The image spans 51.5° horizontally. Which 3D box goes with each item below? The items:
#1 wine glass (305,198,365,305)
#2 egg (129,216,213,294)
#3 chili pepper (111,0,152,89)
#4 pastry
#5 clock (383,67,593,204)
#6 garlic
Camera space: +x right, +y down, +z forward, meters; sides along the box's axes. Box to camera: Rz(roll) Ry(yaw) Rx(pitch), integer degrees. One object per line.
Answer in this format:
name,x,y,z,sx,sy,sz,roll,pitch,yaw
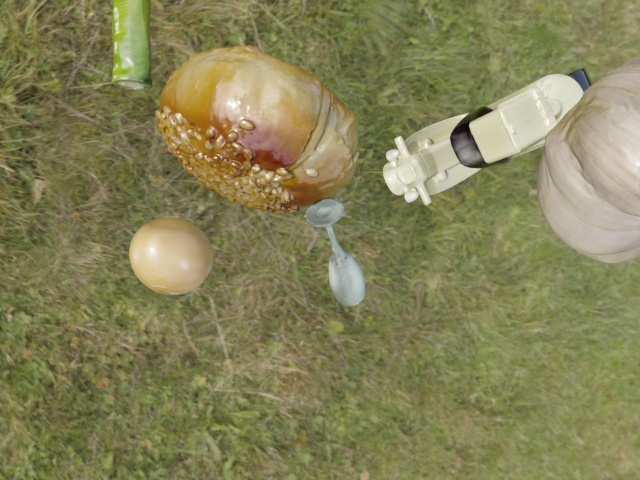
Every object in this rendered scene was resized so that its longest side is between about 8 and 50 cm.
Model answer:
wine glass,0.000,0.000,1.758,0.096,0.264,0.309,-35,134,-16
egg,-0.386,0.037,1.700,0.201,0.201,0.244,-64,159,-11
chili pepper,-0.179,-0.240,0.660,0.050,0.052,0.202,9,67,-15
pastry,-0.126,-0.199,1.306,0.409,0.409,0.245,33,73,-35
clock,0.257,-0.165,1.073,0.276,0.379,0.120,-27,92,-27
garlic,0.313,-0.088,0.660,0.228,0.152,0.228,-39,154,-23
